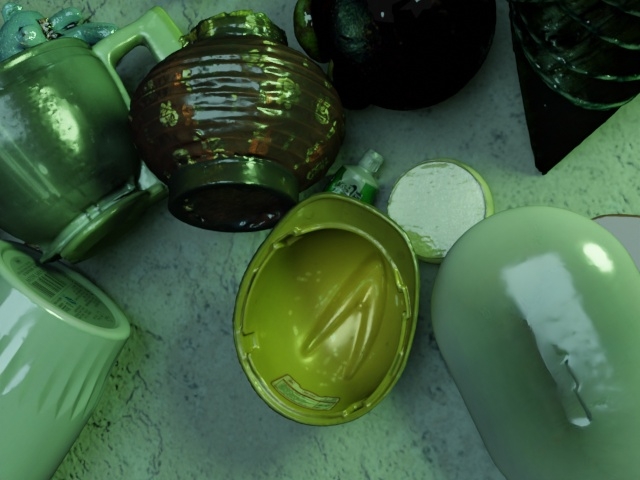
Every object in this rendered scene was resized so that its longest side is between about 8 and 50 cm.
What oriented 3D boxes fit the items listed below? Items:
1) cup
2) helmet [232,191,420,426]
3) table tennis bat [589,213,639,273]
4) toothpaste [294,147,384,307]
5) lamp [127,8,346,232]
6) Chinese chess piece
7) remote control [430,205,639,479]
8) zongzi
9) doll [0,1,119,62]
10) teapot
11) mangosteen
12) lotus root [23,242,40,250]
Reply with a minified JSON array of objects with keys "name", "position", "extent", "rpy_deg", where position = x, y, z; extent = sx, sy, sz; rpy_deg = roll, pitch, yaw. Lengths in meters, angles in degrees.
[{"name":"cup","position":[-0.415,0.204,1.103],"extent":[0.253,0.253,0.371],"rpy_deg":[39,96,19]},{"name":"helmet","position":[0.028,0.072,1.015],"extent":[0.205,0.140,0.257],"rpy_deg":[28,106,19]},{"name":"table tennis bat","position":[0.293,0.037,0.992],"extent":[0.246,0.022,0.138],"rpy_deg":[7,87,18]},{"name":"toothpaste","position":[0.000,0.000,1.088],"extent":[0.078,0.047,0.248],"rpy_deg":[35,98,14]},{"name":"lamp","position":[-0.092,-0.133,1.015],"extent":[0.247,0.247,0.247],"rpy_deg":[-2,83,20]},{"name":"Chinese chess piece","position":[0.136,-0.033,1.039],"extent":[0.122,0.051,0.122],"rpy_deg":[-2,84,18]},{"name":"remote control","position":[0.246,0.124,0.942],"extent":[0.221,0.103,0.332],"rpy_deg":[-27,83,21]},{"name":"zongzi","position":[0.285,-0.226,0.883],"extent":[0.319,0.383,0.362],"rpy_deg":[-5,104,-18]},{"name":"doll","position":[-0.363,-0.265,1.231],"extent":[0.180,0.075,0.120],"rpy_deg":[3,88,21]},{"name":"teapot","position":[-0.295,-0.114,1.150],"extent":[0.239,0.321,0.239],"rpy_deg":[52,144,-1]},{"name":"mangosteen","position":[0.080,-0.251,1.006],"extent":[0.243,0.243,0.243],"rpy_deg":[-2,83,20]},{"name":"lotus root","position":[-0.420,0.063,1.221],"extent":[0.073,0.062,0.150],"rpy_deg":[41,100,19]}]
